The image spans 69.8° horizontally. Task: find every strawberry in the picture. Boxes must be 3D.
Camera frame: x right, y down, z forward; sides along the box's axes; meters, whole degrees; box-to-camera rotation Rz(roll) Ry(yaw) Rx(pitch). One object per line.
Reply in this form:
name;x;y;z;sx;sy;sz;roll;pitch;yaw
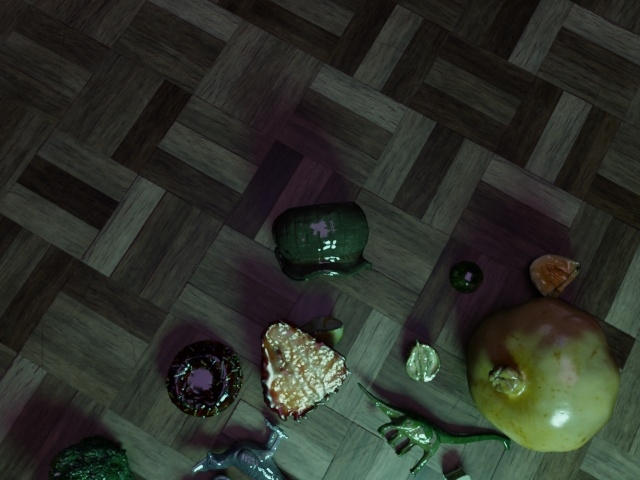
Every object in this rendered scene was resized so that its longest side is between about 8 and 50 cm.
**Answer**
strawberry;-0.084;0.374;1.347;0.280;0.150;0.253;35;91;-9

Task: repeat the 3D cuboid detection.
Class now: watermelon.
watermelon;0.468;0.114;1.458;0.106;0.062;0.105;-1;79;4

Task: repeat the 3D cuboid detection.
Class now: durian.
durian;0.307;0.357;1.408;0.110;0.071;0.140;-14;94;1

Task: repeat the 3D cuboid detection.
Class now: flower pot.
flower pot;0.000;0.000;1.366;0.302;0.302;0.213;-7;92;-2

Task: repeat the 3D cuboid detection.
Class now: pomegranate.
pomegranate;0.589;0.365;1.257;0.412;0.411;0.411;0;80;-1

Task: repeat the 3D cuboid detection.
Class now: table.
table;0.409;0.717;1.340;0.062;0.083;0.079;-23;82;-4

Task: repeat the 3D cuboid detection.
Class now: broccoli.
broccoli;-0.669;0.697;1.263;0.269;0.269;0.254;-31;77;-6

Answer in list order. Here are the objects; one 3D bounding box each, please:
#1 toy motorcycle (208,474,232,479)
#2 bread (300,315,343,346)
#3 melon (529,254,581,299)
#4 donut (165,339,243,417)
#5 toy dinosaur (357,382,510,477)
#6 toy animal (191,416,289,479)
toy motorcycle;-0.299;0.815;1.295;0.171;0.110;0.260;-17;72;-7
bread;0.006;0.290;1.406;0.157;0.083;0.094;-29;102;18
melon;0.732;0.111;1.463;0.160;0.079;0.128;-40;65;-6
donut;-0.352;0.414;1.376;0.235;0.089;0.235;0;79;0
toy dinosaur;0.336;0.536;1.371;0.301;0.087;0.447;-38;90;-6
toy animal;-0.166;0.636;1.347;0.367;0.081;0.205;22;76;-5
